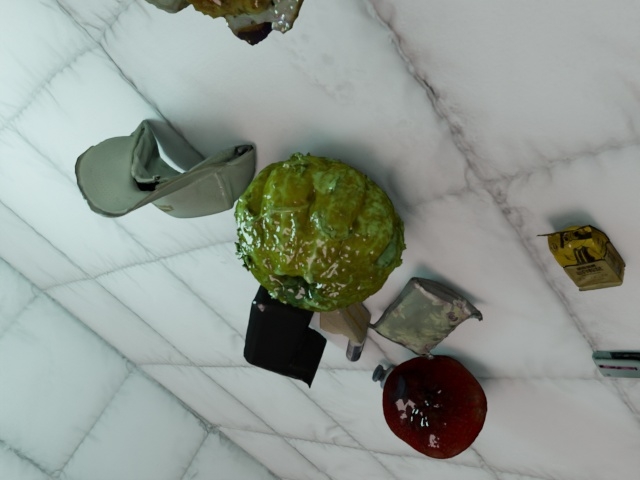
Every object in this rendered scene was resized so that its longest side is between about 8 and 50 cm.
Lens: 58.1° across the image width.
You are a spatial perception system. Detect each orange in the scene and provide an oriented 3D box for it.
[{"bbox_3d":[0.000,0.000,0.971,0.301,0.223,0.300,-14,132,46],"label":"orange"}]

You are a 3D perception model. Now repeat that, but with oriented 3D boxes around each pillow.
[{"bbox_3d":[0.207,0.154,1.162,0.169,0.059,0.255,30,146,0],"label":"pillow"}]

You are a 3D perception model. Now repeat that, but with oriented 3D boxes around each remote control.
[{"bbox_3d":[0.563,0.220,0.998,0.166,0.029,0.065,-10,131,45],"label":"remote control"}]

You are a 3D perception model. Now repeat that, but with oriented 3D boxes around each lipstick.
[{"bbox_3d":[0.086,0.253,1.402,0.040,0.040,0.141,23,146,12],"label":"lipstick"}]

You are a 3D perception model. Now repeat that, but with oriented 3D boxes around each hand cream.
[{"bbox_3d":[0.258,0.392,1.448,0.275,0.059,0.095,28,146,-6],"label":"hand cream"}]

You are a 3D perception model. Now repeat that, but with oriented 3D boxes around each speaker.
[{"bbox_3d":[-0.057,0.181,1.308,0.184,0.180,0.388,20,147,2],"label":"speaker"}]

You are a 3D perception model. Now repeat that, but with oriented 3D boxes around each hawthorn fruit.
[{"bbox_3d":[0.255,0.387,1.304,0.230,0.210,0.266,17,150,24],"label":"hawthorn fruit"}]

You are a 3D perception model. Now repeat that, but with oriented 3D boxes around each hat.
[{"bbox_3d":[-0.277,-0.093,1.039,0.257,0.301,0.168,16,122,23],"label":"hat"}]

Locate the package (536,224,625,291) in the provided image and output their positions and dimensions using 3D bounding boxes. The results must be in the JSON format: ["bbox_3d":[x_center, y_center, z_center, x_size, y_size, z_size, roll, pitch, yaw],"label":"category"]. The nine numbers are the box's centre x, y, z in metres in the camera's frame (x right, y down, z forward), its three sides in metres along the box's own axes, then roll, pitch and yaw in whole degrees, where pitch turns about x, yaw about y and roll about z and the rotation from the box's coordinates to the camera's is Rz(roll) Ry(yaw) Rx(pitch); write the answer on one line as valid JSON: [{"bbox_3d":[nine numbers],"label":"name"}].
[{"bbox_3d":[0.385,0.016,0.848,0.131,0.047,0.071,44,147,-18],"label":"package"}]

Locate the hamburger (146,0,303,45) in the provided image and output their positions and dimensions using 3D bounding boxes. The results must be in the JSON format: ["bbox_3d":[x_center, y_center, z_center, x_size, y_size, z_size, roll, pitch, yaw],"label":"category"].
[{"bbox_3d":[-0.031,-0.343,0.486,0.195,0.277,0.318,29,143,-6],"label":"hamburger"}]

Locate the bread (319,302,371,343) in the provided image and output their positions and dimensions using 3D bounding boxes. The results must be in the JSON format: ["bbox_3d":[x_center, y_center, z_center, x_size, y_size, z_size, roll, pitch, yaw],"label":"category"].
[{"bbox_3d":[0.056,0.141,1.241,0.105,0.077,0.152,16,142,13],"label":"bread"}]
